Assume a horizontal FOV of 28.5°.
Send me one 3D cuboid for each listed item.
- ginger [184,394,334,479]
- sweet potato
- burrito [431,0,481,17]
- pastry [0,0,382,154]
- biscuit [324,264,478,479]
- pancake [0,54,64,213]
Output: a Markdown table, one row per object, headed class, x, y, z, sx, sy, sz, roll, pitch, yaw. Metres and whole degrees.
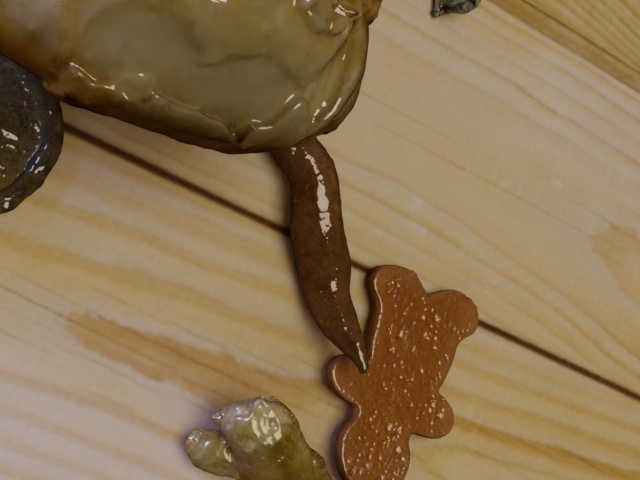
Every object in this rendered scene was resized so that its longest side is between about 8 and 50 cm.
| class | x | y | z | sx | sy | sz | roll | pitch | yaw |
| --- | --- | --- | --- | --- | --- | --- | --- | --- | --- |
| ginger | 0.001 | 0.260 | 1.268 | 0.299 | 0.118 | 0.065 | 42 | 34 | -20 |
| sweet potato | 0.000 | 0.000 | 1.306 | 0.059 | 0.067 | 0.281 | -18 | 96 | -56 |
| burrito | 0.165 | -0.363 | 1.424 | 0.058 | 0.063 | 0.229 | 8 | 84 | 0 |
| pastry | -0.133 | -0.235 | 1.062 | 0.410 | 0.409 | 0.245 | 23 | 103 | -25 |
| biscuit | 0.076 | 0.153 | 1.354 | 0.165 | 0.036 | 0.250 | 26 | 71 | -24 |
| pancake | -0.332 | -0.110 | 1.157 | 0.199 | 0.021 | 0.199 | 3 | 84 | -28 |
